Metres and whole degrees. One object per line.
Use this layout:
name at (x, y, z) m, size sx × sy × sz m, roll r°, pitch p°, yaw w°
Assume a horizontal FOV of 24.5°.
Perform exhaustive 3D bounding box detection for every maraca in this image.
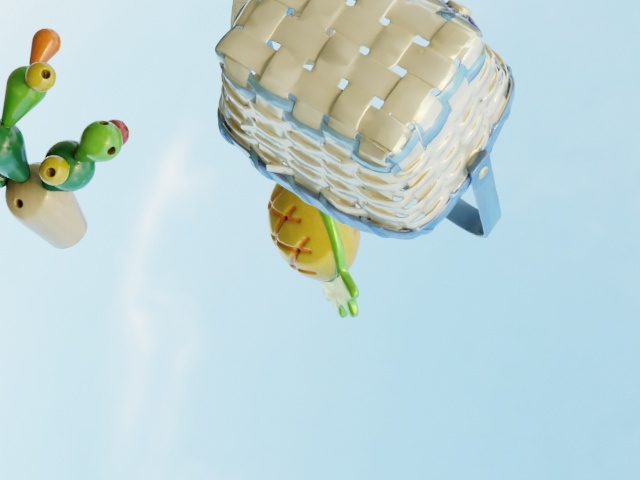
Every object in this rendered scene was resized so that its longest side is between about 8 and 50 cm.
maraca at (0.000, 0.000, 1.656) m, size 0.127 × 0.099 × 0.186 m, roll 170°, pitch -101°, yaw -77°

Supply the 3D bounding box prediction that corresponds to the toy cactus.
toy cactus at (-0.227, -0.064, 1.088) m, size 0.219 × 0.180 × 0.112 m, roll -5°, pitch -125°, yaw 19°

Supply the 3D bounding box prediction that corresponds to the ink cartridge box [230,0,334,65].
ink cartridge box at (-0.026, -0.283, 1.623) m, size 0.145 × 0.045 × 0.179 m, roll 8°, pitch -83°, yaw 33°

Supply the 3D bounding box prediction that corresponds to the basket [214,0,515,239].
basket at (0.044, -0.112, 1.253) m, size 0.254 × 0.289 × 0.201 m, roll 32°, pitch -104°, yaw 13°
